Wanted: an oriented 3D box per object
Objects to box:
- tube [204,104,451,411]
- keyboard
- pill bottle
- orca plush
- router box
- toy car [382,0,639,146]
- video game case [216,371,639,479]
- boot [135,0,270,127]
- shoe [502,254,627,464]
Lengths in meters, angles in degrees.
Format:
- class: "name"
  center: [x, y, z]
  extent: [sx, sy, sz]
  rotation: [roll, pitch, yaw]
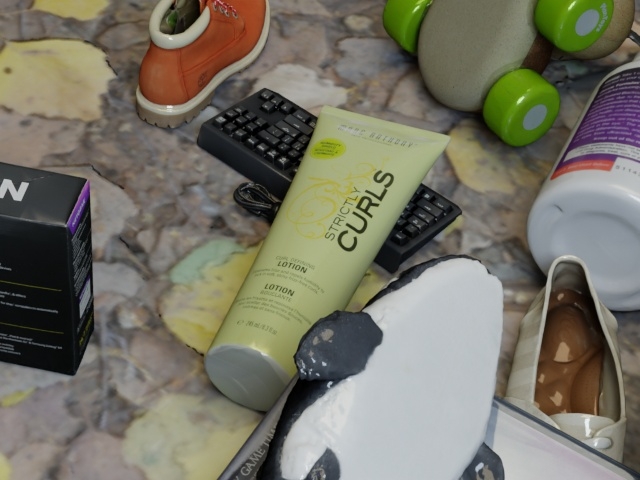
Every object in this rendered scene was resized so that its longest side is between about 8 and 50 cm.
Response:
- class: "tube"
  center: [0.000, 0.000, 1.098]
  extent: [0.070, 0.062, 0.240]
  rotation: [43, 49, -16]
- class: "keyboard"
  center: [-0.003, -0.041, 1.180]
  extent: [0.180, 0.023, 0.108]
  rotation: [33, 51, 26]
- class: "pill bottle"
  center: [0.217, -0.053, 1.153]
  extent: [0.108, 0.108, 0.193]
  rotation: [21, 47, 14]
- class: "orca plush"
  center: [0.012, 0.138, 0.923]
  extent: [0.151, 0.102, 0.287]
  rotation: [26, 64, -32]
- class: "router box"
  center: [-0.226, 0.008, 1.029]
  extent: [0.178, 0.133, 0.046]
  rotation: [11, 46, 4]
- class: "toy car"
  center: [0.172, -0.157, 1.266]
  extent: [0.188, 0.149, 0.155]
  rotation: [3, 34, -42]
- class: "video game case"
  center: [0.072, 0.176, 0.937]
  extent: [0.274, 0.026, 0.196]
  rotation: [28, 64, 20]
- class: "boot"
  center: [-0.079, -0.157, 1.244]
  extent: [0.059, 0.085, 0.158]
  rotation: [19, 45, 15]
- class: "shoe"
  center: [0.142, 0.099, 1.028]
  extent: [0.076, 0.058, 0.219]
  rotation: [8, 45, 2]
